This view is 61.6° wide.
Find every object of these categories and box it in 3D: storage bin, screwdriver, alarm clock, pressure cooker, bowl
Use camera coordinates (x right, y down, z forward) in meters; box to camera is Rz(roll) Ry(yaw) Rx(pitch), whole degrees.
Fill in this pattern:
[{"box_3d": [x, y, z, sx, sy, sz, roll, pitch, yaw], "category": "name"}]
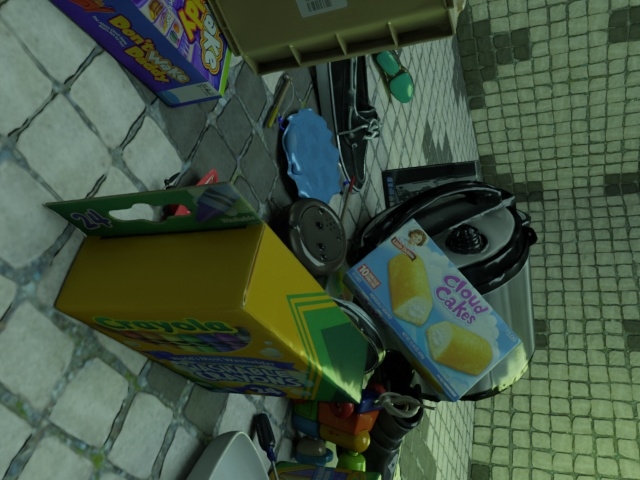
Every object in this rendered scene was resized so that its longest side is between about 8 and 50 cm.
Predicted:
[{"box_3d": [0.000, -0.328, 0.548, 0.260, 0.262, 0.123, 64, 34, -41], "category": "storage bin"}, {"box_3d": [-0.058, 0.310, 0.721, 0.170, 0.025, 0.024, 60, -5, 39], "category": "screwdriver"}, {"box_3d": [0.000, 0.000, 0.876, 0.192, 0.064, 0.130, 17, 62, -44], "category": "alarm clock"}, {"box_3d": [0.270, 0.082, 1.157, 0.370, 0.375, 0.421, -56, 137, -49], "category": "pressure cooker"}, {"box_3d": [-0.121, 0.315, 0.643, 0.142, 0.053, 0.142, -58, 138, -51], "category": "bowl"}]

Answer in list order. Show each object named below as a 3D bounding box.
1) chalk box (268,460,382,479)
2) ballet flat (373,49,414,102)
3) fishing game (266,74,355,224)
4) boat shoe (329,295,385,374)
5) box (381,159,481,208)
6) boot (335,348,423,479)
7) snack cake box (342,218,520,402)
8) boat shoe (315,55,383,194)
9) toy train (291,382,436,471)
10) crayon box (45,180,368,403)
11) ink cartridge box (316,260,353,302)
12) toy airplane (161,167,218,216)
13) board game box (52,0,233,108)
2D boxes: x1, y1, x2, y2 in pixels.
[{"box_3d": [0.016, 0.407, 0.741, 0.132, 0.212, 0.133, -20, 105, -65], "category": "chalk box"}, {"box_3d": [0.198, -0.458, 1.442, 0.203, 0.074, 0.074, 43, 48, -49], "category": "ballet flat"}, {"box_3d": [-0.018, -0.141, 0.954, 0.264, 0.041, 0.189, 50, 42, -41], "category": "fishing game"}, {"box_3d": [0.001, 0.143, 0.786, 0.335, 0.121, 0.119, 36, 9, -41], "category": "boat shoe"}, {"box_3d": [0.301, -0.044, 1.404, 0.076, 0.242, 0.308, -27, 112, -64], "category": "box"}, {"box_3d": [0.100, 0.358, 0.877, 0.338, 0.118, 0.223, -101, -152, -51], "category": "boot"}, {"box_3d": [0.178, 0.115, 0.894, 0.264, 0.152, 0.089, 50, -11, 9], "category": "snack cake box"}, {"box_3d": [0.070, -0.238, 1.071, 0.113, 0.104, 0.307, -42, 129, -59], "category": "boat shoe"}, {"box_3d": [0.057, 0.294, 0.815, 0.105, 0.247, 0.144, 7, 87, -48], "category": "toy train"}, {"box_3d": [-0.100, 0.076, 0.538, 0.323, 0.202, 0.083, 53, 41, -50], "category": "crayon box"}, {"box_3d": [0.014, 0.080, 0.962, 0.109, 0.062, 0.209, 60, 34, -43], "category": "ink cartridge box"}, {"box_3d": [-0.151, -0.015, 0.648, 0.151, 0.028, 0.151, -2, 90, -65], "category": "toy airplane"}, {"box_3d": [-0.173, -0.361, 0.585, 0.233, 0.078, 0.348, 41, 50, -58], "category": "board game box"}]
